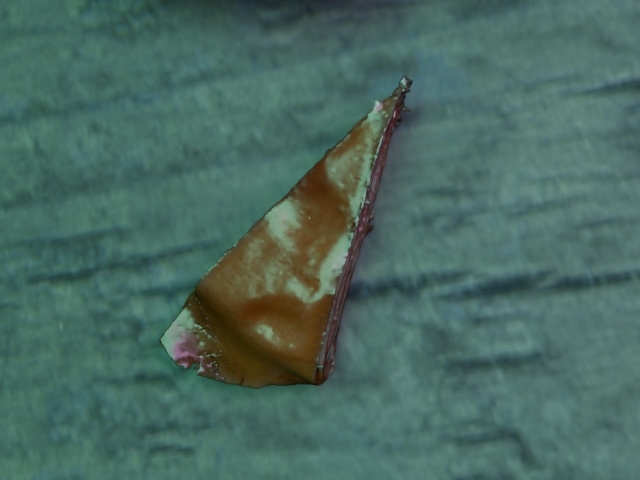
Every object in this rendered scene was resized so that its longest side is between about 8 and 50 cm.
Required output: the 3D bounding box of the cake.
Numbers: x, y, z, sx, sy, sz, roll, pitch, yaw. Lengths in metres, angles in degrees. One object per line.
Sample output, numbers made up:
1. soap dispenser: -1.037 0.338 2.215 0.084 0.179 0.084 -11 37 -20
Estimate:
1. cake: 0.002 0.000 0.851 0.135 0.098 0.287 37 97 14
